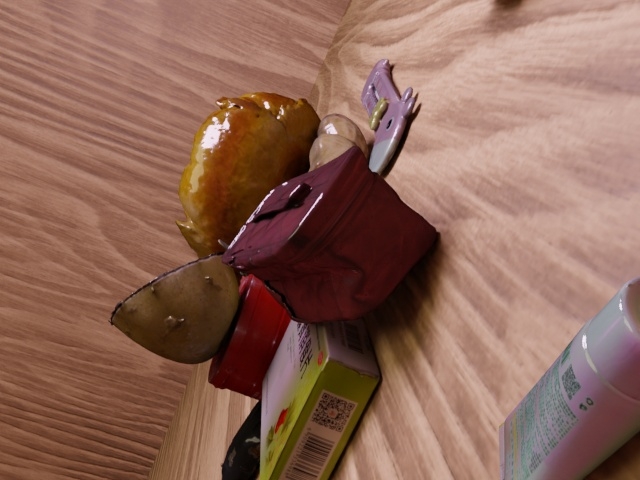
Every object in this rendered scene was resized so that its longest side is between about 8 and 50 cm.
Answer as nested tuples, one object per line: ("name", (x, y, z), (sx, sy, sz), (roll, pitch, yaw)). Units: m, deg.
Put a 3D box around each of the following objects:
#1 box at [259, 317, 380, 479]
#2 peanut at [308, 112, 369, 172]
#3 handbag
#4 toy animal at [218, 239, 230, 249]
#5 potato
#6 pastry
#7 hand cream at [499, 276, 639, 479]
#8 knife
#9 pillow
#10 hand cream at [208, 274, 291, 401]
("box", (-0.010, 0.161, 0.846), (0.260, 0.062, 0.175), (-99, 33, -73))
("peanut", (0.030, -0.130, 1.157), (0.086, 0.104, 0.228), (-32, 22, 24))
("handbag", (0.000, 0.000, 0.763), (0.146, 0.135, 0.225), (-52, 16, -21))
("toy animal", (-0.019, -0.006, 1.101), (0.155, 0.219, 0.095), (30, -119, -58))
("potato", (-0.178, 0.110, 1.001), (0.182, 0.117, 0.202), (-29, -10, -26))
("pastry", (-0.100, -0.082, 1.243), (0.356, 0.164, 0.356), (-38, -45, -51))
("hand cream", (0.125, 0.086, 0.364), (0.174, 0.047, 0.076), (110, 174, -47))
("knife", (0.095, -0.216, 1.175), (0.132, 0.038, 0.398), (-61, 11, 21))
("pillow", (-0.112, 0.318, 1.095), (0.150, 0.048, 0.090), (-61, 9, 22))
("hand cream", (-0.076, 0.138, 1.070), (0.193, 0.125, 0.193), (-157, 90, -80))
